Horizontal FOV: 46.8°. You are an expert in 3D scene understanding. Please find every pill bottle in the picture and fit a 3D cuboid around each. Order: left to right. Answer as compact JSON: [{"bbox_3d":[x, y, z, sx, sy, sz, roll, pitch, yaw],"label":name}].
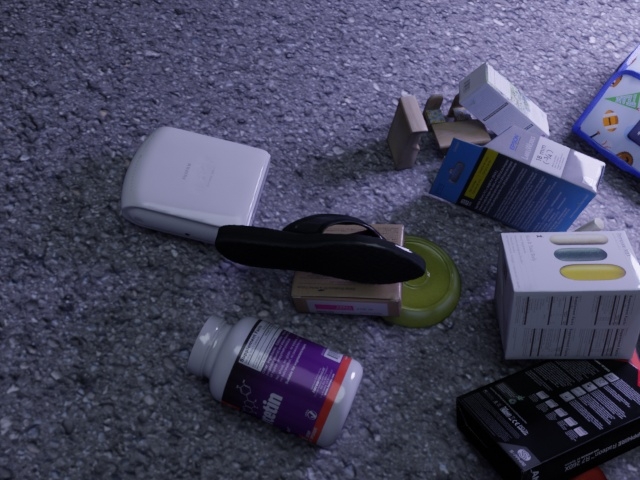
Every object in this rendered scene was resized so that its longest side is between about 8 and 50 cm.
[{"bbox_3d":[-0.091,0.267,1.461,0.323,0.181,0.181,22,60,6],"label":"pill bottle"}]

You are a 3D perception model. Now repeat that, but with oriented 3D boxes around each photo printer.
[{"bbox_3d":[-0.291,-0.127,1.699,0.307,0.107,0.256,14,60,0],"label":"photo printer"}]

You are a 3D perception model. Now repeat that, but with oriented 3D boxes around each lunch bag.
[{"bbox_3d":[0.892,-0.337,1.917,0.328,0.239,0.385,39,79,14],"label":"lunch bag"}]

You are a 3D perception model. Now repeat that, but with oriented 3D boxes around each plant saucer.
[{"bbox_3d":[0.210,0.083,1.689,0.241,0.037,0.241,4,60,-6],"label":"plant saucer"}]

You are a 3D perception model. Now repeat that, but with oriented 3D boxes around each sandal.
[{"bbox_3d":[-0.002,-0.001,1.522,0.446,0.167,0.107,7,64,15],"label":"sandal"}]

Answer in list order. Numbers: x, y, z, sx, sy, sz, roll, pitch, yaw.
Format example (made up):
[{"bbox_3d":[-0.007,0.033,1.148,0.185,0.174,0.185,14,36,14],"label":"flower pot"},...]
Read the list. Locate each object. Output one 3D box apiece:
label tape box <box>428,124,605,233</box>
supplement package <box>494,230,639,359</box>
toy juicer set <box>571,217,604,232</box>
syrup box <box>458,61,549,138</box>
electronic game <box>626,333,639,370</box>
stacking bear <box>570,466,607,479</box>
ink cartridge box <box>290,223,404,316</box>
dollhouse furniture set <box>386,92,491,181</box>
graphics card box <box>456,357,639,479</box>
[{"bbox_3d":[0.452,-0.145,1.733,0.333,0.240,0.106,24,61,6],"label":"label tape box"},{"bbox_3d":[0.517,0.114,1.562,0.262,0.198,0.199,-1,37,5],"label":"supplement package"},{"bbox_3d":[0.678,0.056,1.670,0.329,0.209,0.089,22,52,4],"label":"toy juicer set"},{"bbox_3d":[0.462,-0.330,1.859,0.237,0.096,0.093,34,42,-24],"label":"syrup box"},{"bbox_3d":[0.744,0.265,1.616,0.229,0.048,0.229,17,50,-22],"label":"electronic game"},{"bbox_3d":[0.571,0.542,1.414,0.164,0.175,0.289,-17,50,-46],"label":"stacking bear"},{"bbox_3d":[0.065,0.062,1.625,0.234,0.088,0.193,2,60,9],"label":"ink cartridge box"},{"bbox_3d":[0.306,-0.274,1.833,0.242,0.161,0.212,-9,62,-12],"label":"dollhouse furniture set"},{"bbox_3d":[0.489,0.348,1.487,0.371,0.094,0.233,-18,32,-18],"label":"graphics card box"}]
